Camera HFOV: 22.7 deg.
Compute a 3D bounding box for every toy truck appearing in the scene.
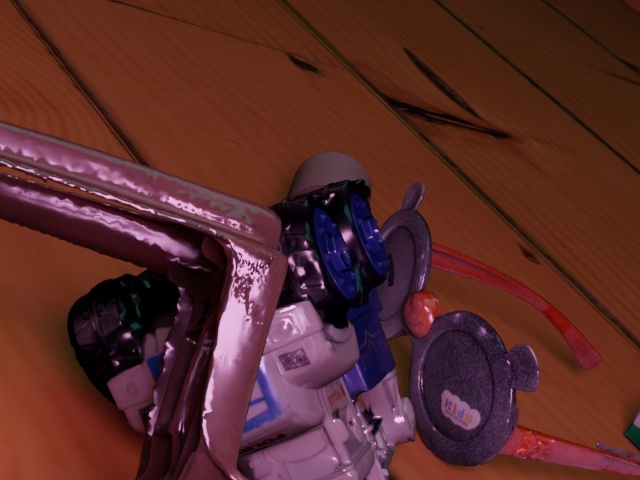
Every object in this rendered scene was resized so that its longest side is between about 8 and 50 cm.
[{"bbox_3d":[-0.026,0.075,0.922,0.177,0.161,0.213,67,16,-1],"label":"toy truck"}]

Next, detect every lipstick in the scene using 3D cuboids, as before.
[{"bbox_3d":[0.000,0.000,1.234,0.070,0.070,0.254,27,20,-6],"label":"lipstick"}]

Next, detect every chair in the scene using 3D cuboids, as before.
[{"bbox_3d":[-0.038,0.078,0.725,0.326,0.183,0.175,15,-10,-13],"label":"chair"}]

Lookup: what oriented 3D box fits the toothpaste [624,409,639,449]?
[{"bbox_3d":[0.340,0.214,1.208,0.065,0.050,0.267,8,28,-39],"label":"toothpaste"}]

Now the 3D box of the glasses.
[{"bbox_3d":[0.168,0.083,1.180,0.268,0.118,0.234,15,27,-33],"label":"glasses"}]
